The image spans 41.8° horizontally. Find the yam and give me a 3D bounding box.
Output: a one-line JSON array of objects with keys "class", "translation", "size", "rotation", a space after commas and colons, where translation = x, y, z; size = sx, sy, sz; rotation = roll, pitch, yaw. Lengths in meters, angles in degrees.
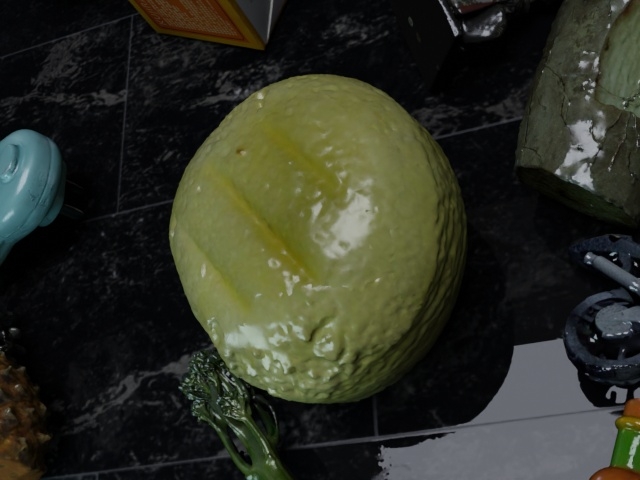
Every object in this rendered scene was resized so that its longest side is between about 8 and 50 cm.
[{"class": "yam", "translation": [0.282, -0.142, 0.827], "size": [0.154, 0.154, 0.254], "rotation": [15, 78, 28]}]

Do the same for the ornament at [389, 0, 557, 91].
[{"class": "ornament", "translation": [0.192, -0.288, 0.947], "size": [0.196, 0.166, 0.153], "rotation": [-20, 81, -7]}]

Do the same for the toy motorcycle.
[{"class": "toy motorcycle", "translation": [0.365, 0.052, 0.720], "size": [0.307, 0.108, 0.173], "rotation": [-3, 47, 26]}]

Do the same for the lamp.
[{"class": "lamp", "translation": [-0.447, -0.047, 1.094], "size": [0.284, 0.147, 0.209], "rotation": [-15, 61, 16]}]

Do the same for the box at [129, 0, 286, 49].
[{"class": "box", "translation": [-0.161, -0.438, 1.073], "size": [0.214, 0.283, 0.259], "rotation": [14, 73, 27]}]

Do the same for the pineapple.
[{"class": "pineapple", "translation": [-0.407, 0.169, 0.989], "size": [0.158, 0.158, 0.278], "rotation": [-29, 51, 8]}]

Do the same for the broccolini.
[{"class": "broccolini", "translation": [-0.031, 0.211, 0.776], "size": [0.078, 0.074, 0.392], "rotation": [-51, 40, -5]}]

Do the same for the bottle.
[{"class": "bottle", "translation": [0.256, 0.227, 0.710], "size": [0.069, 0.069, 0.187], "rotation": [12, 70, 28]}]

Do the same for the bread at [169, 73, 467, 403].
[{"class": "bread", "translation": [-0.005, -0.005, 0.829], "size": [0.321, 0.237, 0.320], "rotation": [-12, 60, 21]}]
